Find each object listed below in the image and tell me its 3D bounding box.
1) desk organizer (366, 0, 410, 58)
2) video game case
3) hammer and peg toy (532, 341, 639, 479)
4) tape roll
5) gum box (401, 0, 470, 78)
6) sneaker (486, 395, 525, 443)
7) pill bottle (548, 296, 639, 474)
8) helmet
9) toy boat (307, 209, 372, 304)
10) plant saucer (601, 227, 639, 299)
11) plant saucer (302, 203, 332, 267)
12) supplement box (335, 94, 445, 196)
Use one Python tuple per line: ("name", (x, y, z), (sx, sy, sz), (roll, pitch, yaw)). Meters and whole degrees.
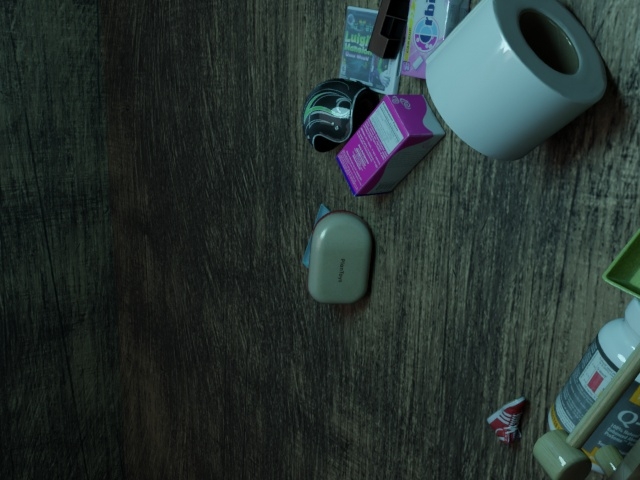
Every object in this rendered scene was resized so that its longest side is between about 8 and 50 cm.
("desk organizer", (0.147, -0.453, 1.436), (0.050, 0.047, 0.130), (42, 129, 36))
("video game case", (0.116, -0.430, 1.537), (0.190, 0.022, 0.173), (30, 120, 46))
("hammer and peg toy", (0.494, 0.271, 0.920), (0.127, 0.361, 0.266), (-115, 36, -50))
("tape roll", (0.318, -0.276, 1.121), (0.169, 0.246, 0.246), (-43, 64, 49))
("gum box", (0.229, -0.418, 1.356), (0.107, 0.062, 0.188), (27, 119, 47))
("sneaker", (0.380, 0.357, 1.343), (0.067, 0.042, 0.118), (63, 148, 28))
("pill bottle", (0.489, 0.224, 1.072), (0.162, 0.162, 0.278), (46, 132, 37))
("helmet", (0.037, -0.284, 1.559), (0.161, 0.169, 0.169), (10, 106, 34))
("toy boat", (0.042, 0.035, 1.666), (0.151, 0.151, 0.231), (-113, 27, -68))
("plant saucer", (0.547, 0.036, 0.988), (0.188, 0.045, 0.188), (-50, 46, -5))
("plant saucer", (0.000, 0.000, 1.788), (0.067, 0.018, 0.192), (47, 131, 37))
("supplement box", (0.147, -0.203, 1.472), (0.220, 0.111, 0.114), (-46, 61, 46))
